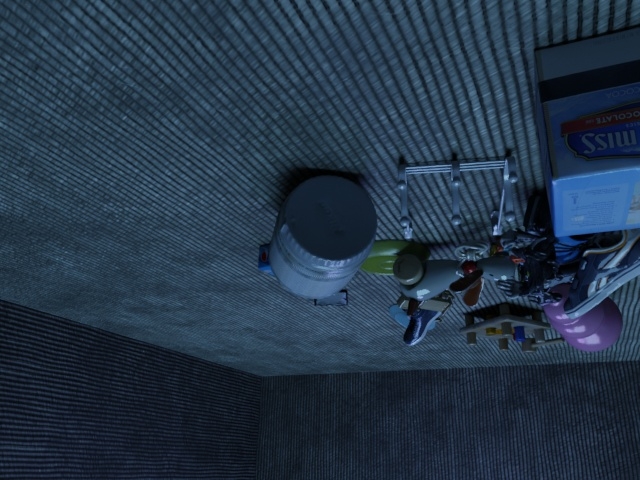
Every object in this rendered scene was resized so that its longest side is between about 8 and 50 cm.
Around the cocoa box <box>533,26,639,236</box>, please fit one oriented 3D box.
[{"bbox_3d":[0.512,-0.162,0.840,0.347,0.228,0.231,-7,157,21],"label":"cocoa box"}]

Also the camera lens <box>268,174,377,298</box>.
[{"bbox_3d":[0.000,0.000,1.292,0.219,0.219,0.274,5,158,-9],"label":"camera lens"}]

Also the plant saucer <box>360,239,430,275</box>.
[{"bbox_3d":[0.204,0.059,1.670,0.240,0.037,0.241,1,158,0],"label":"plant saucer"}]

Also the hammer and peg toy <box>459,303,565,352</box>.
[{"bbox_3d":[0.774,0.355,2.251,0.361,0.127,0.266,13,153,-27],"label":"hammer and peg toy"}]

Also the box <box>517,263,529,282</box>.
[{"bbox_3d":[0.624,0.092,1.688,0.052,0.062,0.083,1,159,5],"label":"box"}]

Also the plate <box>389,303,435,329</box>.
[{"bbox_3d":[0.353,0.308,2.204,0.188,0.024,0.188,20,151,12],"label":"plate"}]

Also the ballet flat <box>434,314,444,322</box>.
[{"bbox_3d":[0.418,0.288,2.204,0.168,0.052,0.057,13,157,-26],"label":"ballet flat"}]

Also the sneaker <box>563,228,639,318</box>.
[{"bbox_3d":[0.713,0.071,1.438,0.126,0.127,0.321,-29,160,-43],"label":"sneaker"}]

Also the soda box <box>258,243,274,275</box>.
[{"bbox_3d":[-0.094,0.076,1.685,0.067,0.071,0.210,-13,154,32],"label":"soda box"}]

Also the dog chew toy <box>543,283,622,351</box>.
[{"bbox_3d":[0.859,0.244,1.889,0.331,0.207,0.206,28,147,-34],"label":"dog chew toy"}]

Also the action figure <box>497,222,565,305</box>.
[{"bbox_3d":[0.468,0.060,1.271,0.140,0.164,0.275,6,161,32],"label":"action figure"}]

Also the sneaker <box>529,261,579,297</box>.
[{"bbox_3d":[0.723,0.119,1.725,0.132,0.086,0.229,1,157,-6],"label":"sneaker"}]

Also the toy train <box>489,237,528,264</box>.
[{"bbox_3d":[0.527,0.027,1.562,0.125,0.046,0.166,-7,160,17],"label":"toy train"}]

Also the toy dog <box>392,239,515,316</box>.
[{"bbox_3d":[0.348,0.126,1.548,0.333,0.161,0.220,-14,153,41],"label":"toy dog"}]

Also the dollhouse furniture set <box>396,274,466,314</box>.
[{"bbox_3d":[0.359,0.145,1.850,0.181,0.101,0.161,12,131,-23],"label":"dollhouse furniture set"}]

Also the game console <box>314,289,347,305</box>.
[{"bbox_3d":[0.039,0.202,2.072,0.122,0.071,0.107,-1,128,4],"label":"game console"}]

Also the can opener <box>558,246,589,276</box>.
[{"bbox_3d":[0.725,0.057,1.548,0.280,0.074,0.093,-13,-169,26],"label":"can opener"}]

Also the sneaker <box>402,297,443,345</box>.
[{"bbox_3d":[0.332,0.283,2.062,0.163,0.086,0.226,16,116,-35],"label":"sneaker"}]

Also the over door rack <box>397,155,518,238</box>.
[{"bbox_3d":[0.298,-0.068,1.255,0.239,0.108,0.324,-2,158,11],"label":"over door rack"}]

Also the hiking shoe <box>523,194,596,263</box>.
[{"bbox_3d":[0.584,-0.008,1.334,0.132,0.113,0.304,12,170,41],"label":"hiking shoe"}]
